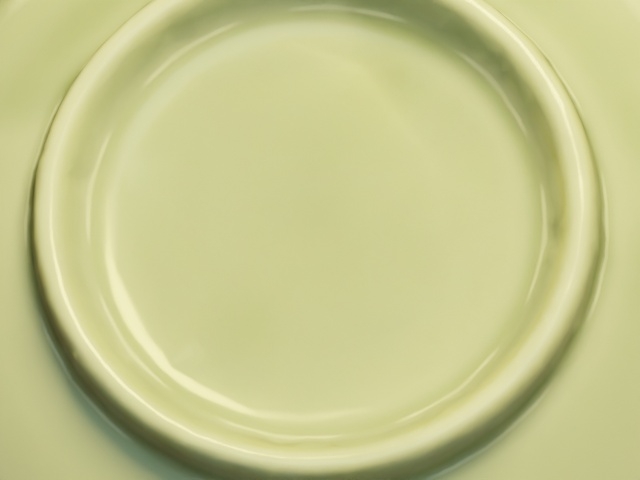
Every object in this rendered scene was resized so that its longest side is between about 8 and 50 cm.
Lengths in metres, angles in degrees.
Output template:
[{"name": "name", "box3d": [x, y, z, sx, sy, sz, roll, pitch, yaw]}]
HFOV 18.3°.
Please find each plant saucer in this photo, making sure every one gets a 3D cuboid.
[{"name": "plant saucer", "box3d": [0.000, 0.000, 0.783, 0.400, 0.100, 0.400, -1, 71, 2]}]
